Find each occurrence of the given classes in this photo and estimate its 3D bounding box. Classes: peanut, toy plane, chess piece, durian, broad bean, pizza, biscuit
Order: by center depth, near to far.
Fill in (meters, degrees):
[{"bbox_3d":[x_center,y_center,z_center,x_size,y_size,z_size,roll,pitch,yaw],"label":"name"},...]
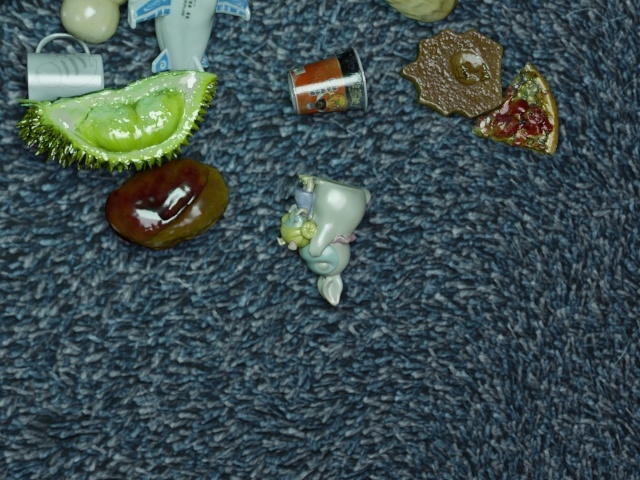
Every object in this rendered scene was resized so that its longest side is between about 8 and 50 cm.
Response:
[{"bbox_3d":[-0.383,-0.478,1.684,0.142,0.143,0.261,20,98,-17],"label":"chess piece"},{"bbox_3d":[-0.354,-0.210,1.693,0.351,0.158,0.169,-13,113,-16],"label":"durian"},{"bbox_3d":[-0.236,-0.412,1.715,0.267,0.122,0.267,-26,129,-38],"label":"toy plane"},{"bbox_3d":[-0.283,-0.067,1.768,0.228,0.122,0.156,-22,77,-18],"label":"broad bean"},{"bbox_3d":[0.203,-0.544,1.844,0.196,0.110,0.233,28,91,-17],"label":"peanut"},{"bbox_3d":[0.263,-0.335,1.922,0.215,0.034,0.182,1,87,-11],"label":"biscuit"},{"bbox_3d":[0.408,-0.245,1.971,0.193,0.053,0.201,-28,104,-10],"label":"pizza"}]

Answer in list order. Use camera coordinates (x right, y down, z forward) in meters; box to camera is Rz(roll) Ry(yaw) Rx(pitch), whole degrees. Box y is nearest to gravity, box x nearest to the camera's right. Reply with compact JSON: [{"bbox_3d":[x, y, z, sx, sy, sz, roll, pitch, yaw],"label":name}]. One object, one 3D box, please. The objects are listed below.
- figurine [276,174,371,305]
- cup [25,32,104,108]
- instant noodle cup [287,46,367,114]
[{"bbox_3d":[0.000,0.000,1.855,0.155,0.127,0.236,10,98,-35],"label":"figurine"},{"bbox_3d":[-0.454,-0.301,1.697,0.133,0.099,0.136,-2,99,-15],"label":"cup"},{"bbox_3d":[0.011,-0.294,1.825,0.135,0.127,0.127,-12,101,-6],"label":"instant noodle cup"}]
